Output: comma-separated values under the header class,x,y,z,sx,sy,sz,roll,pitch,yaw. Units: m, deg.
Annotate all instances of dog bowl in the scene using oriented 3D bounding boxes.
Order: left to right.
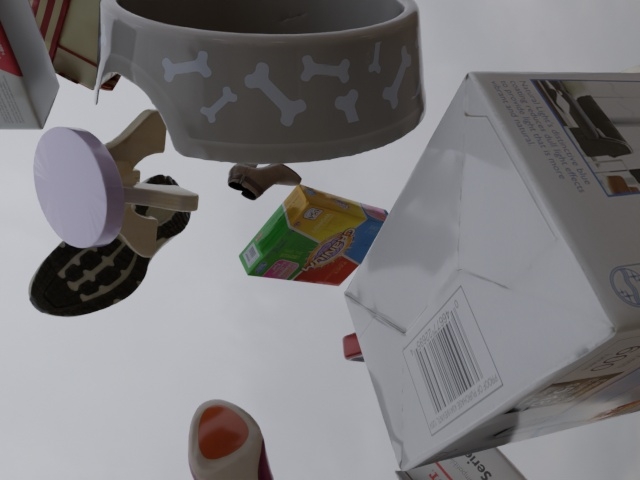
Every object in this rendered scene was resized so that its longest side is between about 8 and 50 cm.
class,x,y,z,sx,sy,sz,roll,pitch,yaw
dog bowl,-0.058,-0.202,0.592,0.349,0.349,0.102,-43,-34,-45

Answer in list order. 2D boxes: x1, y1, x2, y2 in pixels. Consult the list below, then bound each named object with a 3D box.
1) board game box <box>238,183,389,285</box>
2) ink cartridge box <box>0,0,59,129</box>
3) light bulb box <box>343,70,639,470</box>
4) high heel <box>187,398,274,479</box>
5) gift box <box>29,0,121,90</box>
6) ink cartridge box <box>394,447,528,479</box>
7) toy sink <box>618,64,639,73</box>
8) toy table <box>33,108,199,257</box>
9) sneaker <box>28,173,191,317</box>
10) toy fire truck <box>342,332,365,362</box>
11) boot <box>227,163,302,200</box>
class,x,y,z,sx,sy,sz,roll,pitch,yaw
board game box,0.000,0.000,1.380,0.317,0.242,0.064,11,-140,-46
ink cartridge box,-0.348,-0.169,0.516,0.127,0.175,0.072,94,175,-50
light bulb box,0.261,0.039,0.570,0.361,0.358,0.225,-6,-121,-19
high heel,-0.119,0.427,0.912,0.127,0.377,0.181,-16,-55,-16
gift box,-0.454,-0.425,1.018,0.258,0.255,0.276,-57,9,27
ink cartridge box,0.234,0.362,0.819,0.119,0.207,0.353,-43,-25,0
toy sink,0.539,-0.204,1.090,0.131,0.234,0.152,22,-102,-18
toy table,-0.329,-0.085,0.924,0.161,0.274,0.252,-7,-56,-45
sneaker,-0.427,0.025,1.159,0.158,0.182,0.410,57,-144,-15
toy fire truck,0.211,0.149,0.882,0.254,0.302,0.169,10,-114,-32
boot,-0.099,-0.099,0.987,0.087,0.119,0.042,-69,-1,-46
